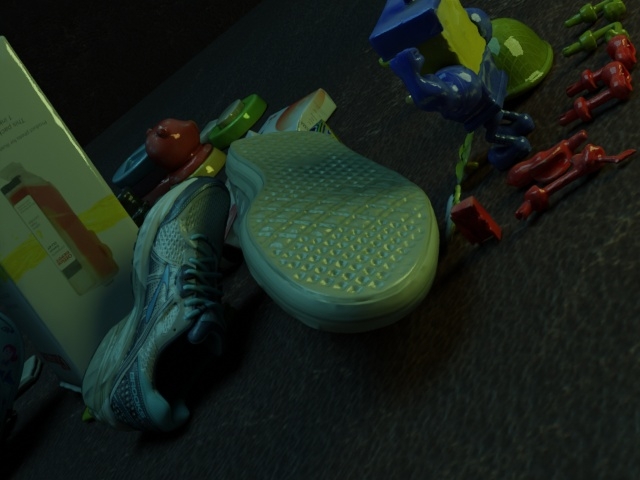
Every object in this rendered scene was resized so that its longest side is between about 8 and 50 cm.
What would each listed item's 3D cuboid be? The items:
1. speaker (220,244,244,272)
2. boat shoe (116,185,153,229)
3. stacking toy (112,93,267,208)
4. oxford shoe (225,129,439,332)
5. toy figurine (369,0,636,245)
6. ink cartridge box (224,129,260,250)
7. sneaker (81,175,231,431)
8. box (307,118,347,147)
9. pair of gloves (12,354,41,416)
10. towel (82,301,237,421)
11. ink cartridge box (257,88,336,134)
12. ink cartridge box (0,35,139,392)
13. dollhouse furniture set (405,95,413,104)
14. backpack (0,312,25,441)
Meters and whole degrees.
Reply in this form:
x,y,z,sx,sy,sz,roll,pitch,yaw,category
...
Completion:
x,y,z,sx,sy,sz,roll,pitch,yaw,category
-0.161,0.031,1.264,0.136,0.055,0.055,-31,22,34,speaker
-0.420,-0.009,1.819,0.302,0.091,0.114,-31,22,30,boat shoe
-0.262,-0.199,1.854,0.309,0.130,0.280,-13,35,55,stacking toy
0.000,0.000,0.902,0.169,0.130,0.449,-7,18,-11,oxford shoe
0.143,-0.191,0.878,0.191,0.217,0.363,-30,23,34,toy figurine
-0.079,-0.065,1.228,0.115,0.067,0.198,-65,15,13,ink cartridge box
-0.135,0.069,1.015,0.122,0.110,0.283,6,73,40,sneaker
0.011,-0.095,1.181,0.054,0.059,0.169,-41,18,5,box
-0.529,0.283,1.488,0.204,0.042,0.240,-38,19,16,pair of gloves
-0.194,0.144,1.139,0.237,0.021,0.102,-27,24,40,towel
-0.071,-0.141,1.476,0.145,0.045,0.179,-19,28,52,ink cartridge box
-0.346,-0.017,1.185,0.160,0.385,0.279,-37,10,-21,ink cartridge box
0.111,-0.226,1.183,0.081,0.114,0.091,-35,22,35,dollhouse furniture set
-0.507,0.191,1.272,0.191,0.225,0.254,-12,59,65,backpack
